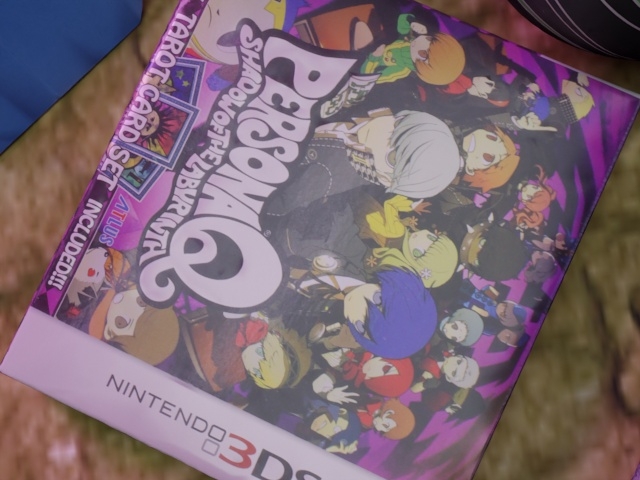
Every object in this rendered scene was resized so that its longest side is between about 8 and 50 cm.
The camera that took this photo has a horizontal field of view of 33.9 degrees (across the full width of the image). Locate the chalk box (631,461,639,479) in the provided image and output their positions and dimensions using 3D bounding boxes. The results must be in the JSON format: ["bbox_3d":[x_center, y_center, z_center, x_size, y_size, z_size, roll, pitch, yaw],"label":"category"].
[{"bbox_3d":[0.250,0.040,0.374,0.179,0.180,0.289,26,87,9],"label":"chalk box"}]

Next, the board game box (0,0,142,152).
[{"bbox_3d":[-0.169,-0.114,0.484,0.169,0.133,0.033,-44,40,-2],"label":"board game box"}]

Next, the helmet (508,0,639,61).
[{"bbox_3d":[0.132,-0.157,0.415,0.162,0.169,0.169,7,83,-14],"label":"helmet"}]

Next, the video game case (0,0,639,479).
[{"bbox_3d":[0.000,0.000,0.473,0.210,0.042,0.232,25,86,7],"label":"video game case"}]
